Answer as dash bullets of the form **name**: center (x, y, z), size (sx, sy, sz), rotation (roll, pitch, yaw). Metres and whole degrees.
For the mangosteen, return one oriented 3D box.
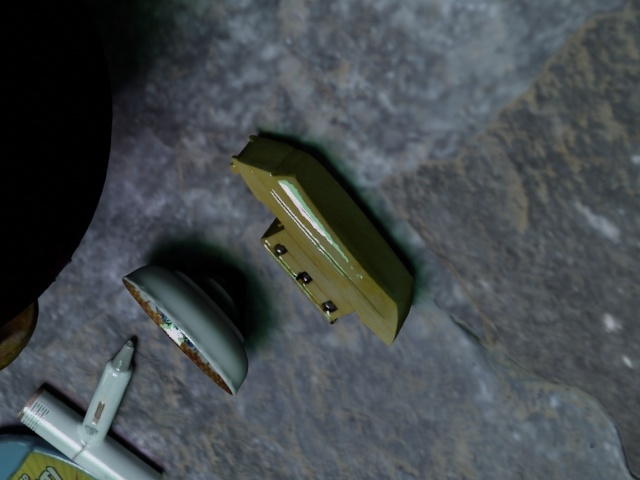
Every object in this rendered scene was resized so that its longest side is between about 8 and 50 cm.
- **mangosteen**: center (-0.342, -0.069, 1.071), size (0.382, 0.382, 0.435), rotation (27, 149, 5)

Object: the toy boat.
- **toy boat**: center (0.000, 0.000, 1.150), size (0.077, 0.057, 0.200), rotation (-24, 112, 44)

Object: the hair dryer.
- **hair dryer**: center (-0.193, 0.166, 1.382), size (0.155, 0.044, 0.183), rotation (37, 129, -7)

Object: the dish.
- **dish**: center (-0.096, 0.058, 1.237), size (0.141, 0.078, 0.141), rotation (44, 168, 12)

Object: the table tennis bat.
- **table tennis bat**: center (-0.305, 0.268, 1.515), size (0.329, 0.044, 0.215), rotation (36, 133, -6)
